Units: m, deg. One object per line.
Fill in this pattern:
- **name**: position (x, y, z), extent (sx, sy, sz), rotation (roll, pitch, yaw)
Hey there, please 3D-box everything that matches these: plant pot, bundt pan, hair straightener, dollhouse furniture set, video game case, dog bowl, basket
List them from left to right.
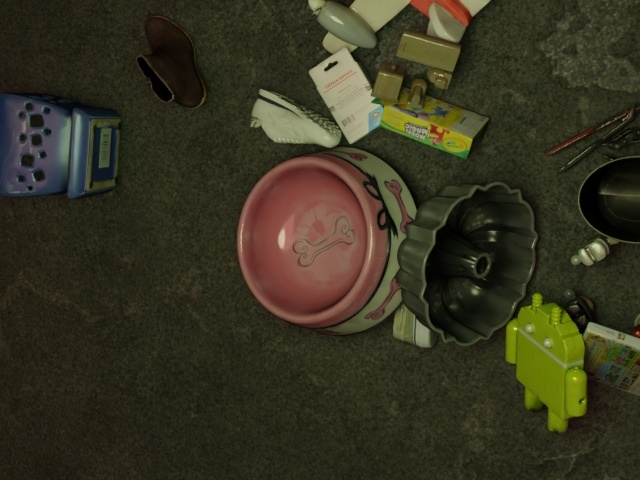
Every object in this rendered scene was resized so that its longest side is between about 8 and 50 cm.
- **plant pot**: position (-0.589, -0.212, 2.016), extent (0.212, 0.236, 0.235), rotation (8, 98, 10)
- **dog bowl**: position (0.000, 0.000, 1.827), extent (0.408, 0.150, 0.407), rotation (-1, 89, 33)
- **dollhouse furniture set**: position (0.196, -0.363, 1.760), extent (0.144, 0.123, 0.151), rotation (16, 131, 2)
- **bundt pan**: position (0.275, 0.033, 1.730), extent (0.124, 0.331, 0.330), rotation (22, 104, 49)
- **hair straightener**: position (0.569, -0.194, 1.737), extent (0.230, 0.047, 0.089), rotation (-30, 86, 14)
- **video game case**: position (0.593, 0.239, 1.686), extent (0.206, 0.227, 0.026), rotation (19, 67, 14)
- **basket**: position (0.588, -0.081, 1.640), extent (0.205, 0.227, 0.154), rotation (3, 96, 17)

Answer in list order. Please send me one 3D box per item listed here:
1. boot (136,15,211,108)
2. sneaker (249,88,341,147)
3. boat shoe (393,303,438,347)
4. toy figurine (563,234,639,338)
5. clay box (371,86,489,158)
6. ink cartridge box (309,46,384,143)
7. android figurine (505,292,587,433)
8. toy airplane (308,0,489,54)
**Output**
- **boot**: position (-0.341, -0.400, 1.922), extent (0.090, 0.207, 0.248), rotation (-35, 84, 18)
- **sneaker**: position (-0.054, -0.244, 1.900), extent (0.235, 0.090, 0.094), rotation (33, 105, 32)
- **boat shoe**: position (0.202, 0.080, 1.849), extent (0.094, 0.109, 0.302), rotation (6, 100, 21)
- **toy figurine**: position (0.586, 0.093, 1.709), extent (0.210, 0.148, 0.212), rotation (12, 101, 22)
- **clay box**: position (0.219, -0.246, 1.794), extent (0.222, 0.127, 0.053), rotation (23, 124, 16)
- **ink cartridge box**: position (0.067, -0.308, 1.871), extent (0.104, 0.060, 0.180), rotation (-30, 89, 19)
- **android figurine**: position (0.444, 0.235, 1.724), extent (0.056, 0.248, 0.272), rotation (-13, 117, -17)
- **toy airplane**: position (0.144, -0.525, 1.711), extent (0.385, 0.272, 0.385), rotation (17, 124, 32)
